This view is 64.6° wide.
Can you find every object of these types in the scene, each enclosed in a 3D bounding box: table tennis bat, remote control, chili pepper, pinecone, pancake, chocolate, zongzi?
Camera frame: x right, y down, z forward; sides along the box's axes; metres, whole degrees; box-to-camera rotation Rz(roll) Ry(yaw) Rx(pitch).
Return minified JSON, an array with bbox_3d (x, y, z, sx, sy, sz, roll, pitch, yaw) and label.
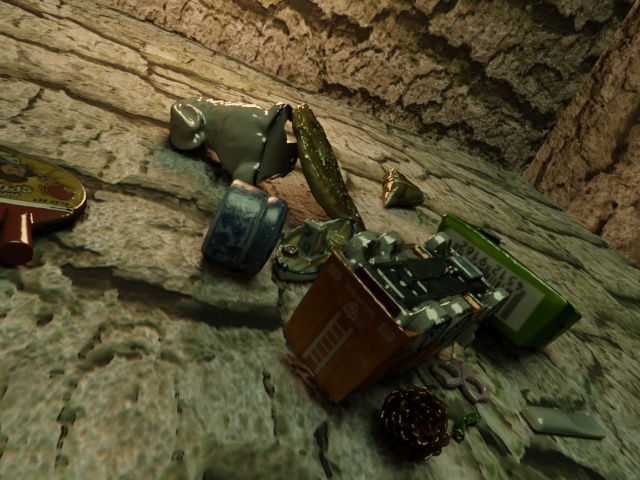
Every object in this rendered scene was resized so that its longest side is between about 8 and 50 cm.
[{"bbox_3d":[-0.460,-0.061,0.769,0.200,0.038,0.310,8,26,-34],"label":"table tennis bat"},{"bbox_3d":[0.439,0.323,0.904,0.184,0.027,0.050,16,26,-25],"label":"remote control"},{"bbox_3d":[0.223,0.282,0.779,0.027,0.022,0.083,2,7,38],"label":"chili pepper"},{"bbox_3d":[0.125,0.242,0.665,0.102,0.102,0.109,30,-6,8],"label":"pinecone"},{"bbox_3d":[0.016,-0.169,1.226,0.356,0.065,0.357,-22,90,-79],"label":"pancake"},{"bbox_3d":[0.390,0.101,1.099,0.301,0.137,0.288,44,12,32],"label":"chocolate"},{"bbox_3d":[0.272,-0.119,1.612,0.188,0.081,0.178,33,42,-21],"label":"zongzi"}]

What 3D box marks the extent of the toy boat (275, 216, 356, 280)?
[{"bbox_3d":[0.000,0.000,1.005,0.114,0.115,0.262,34,25,17],"label":"toy boat"}]

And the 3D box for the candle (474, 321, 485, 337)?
[{"bbox_3d":[0.273,0.153,1.052,0.130,0.052,0.052,25,24,-1],"label":"candle"}]

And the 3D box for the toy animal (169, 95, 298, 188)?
[{"bbox_3d":[-0.240,-0.263,1.257,0.357,0.194,0.258,18,44,21],"label":"toy animal"}]

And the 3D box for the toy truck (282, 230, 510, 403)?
[{"bbox_3d":[0.131,0.113,0.802,0.387,0.207,0.173,-1,43,-53],"label":"toy truck"}]

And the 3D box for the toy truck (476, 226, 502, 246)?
[{"bbox_3d":[0.465,0.027,1.451,0.083,0.092,0.192,28,23,6],"label":"toy truck"}]

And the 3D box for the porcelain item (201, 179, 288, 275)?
[{"bbox_3d":[-0.127,-0.020,0.879,0.114,0.147,0.147,24,24,-8],"label":"porcelain item"}]

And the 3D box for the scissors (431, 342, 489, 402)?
[{"bbox_3d":[0.259,0.220,0.940,0.110,0.021,0.212,30,25,3],"label":"scissors"}]
